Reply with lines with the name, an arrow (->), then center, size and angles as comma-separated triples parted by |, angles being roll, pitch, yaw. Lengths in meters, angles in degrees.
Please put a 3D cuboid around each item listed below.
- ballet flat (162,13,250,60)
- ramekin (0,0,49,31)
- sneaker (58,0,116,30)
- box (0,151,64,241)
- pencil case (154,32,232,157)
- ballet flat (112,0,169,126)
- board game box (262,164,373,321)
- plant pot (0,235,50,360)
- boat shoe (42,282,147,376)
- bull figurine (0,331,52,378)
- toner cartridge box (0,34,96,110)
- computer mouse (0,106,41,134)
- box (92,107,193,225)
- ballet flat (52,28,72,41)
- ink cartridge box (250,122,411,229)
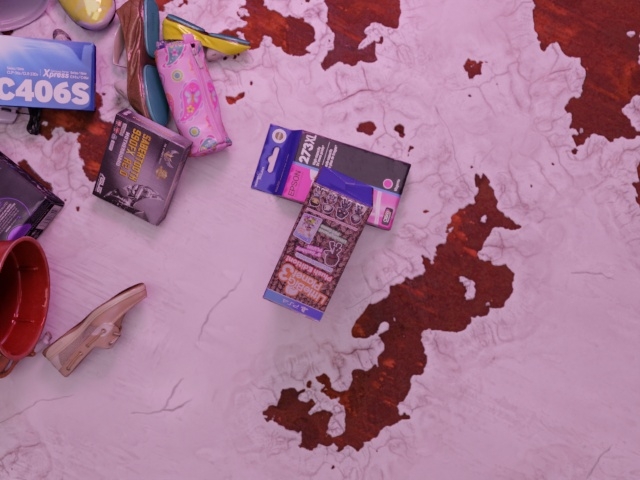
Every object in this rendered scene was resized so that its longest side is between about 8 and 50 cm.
ballet flat -> -0.288, -0.494, 1.769 | 0.231, 0.077, 0.077 | 19, 109, 2
ramekin -> -0.767, -0.608, 1.693 | 0.207, 0.207, 0.109 | -27, 80, -2
sneaker -> -0.617, -0.697, 1.723 | 0.145, 0.147, 0.385 | -22, 90, -4
box -> -0.787, -0.118, 1.702 | 0.270, 0.143, 0.165 | 39, 86, 0
pencil case -> -0.308, -0.347, 1.716 | 0.124, 0.124, 0.284 | -16, 98, -2
ballet flat -> -0.453, -0.430, 1.747 | 0.124, 0.116, 0.343 | -8, 88, 19
board game box -> 0.000, 0.000, 1.635 | 0.141, 0.232, 0.291 | 24, 107, -2
plant pot -> -0.780, 0.118, 1.559 | 0.265, 0.272, 0.273 | 3, 88, 3
boat shoe -> -0.530, 0.216, 1.722 | 0.302, 0.109, 0.098 | -37, 95, 4
bull figurine -> -0.798, 0.174, 1.715 | 0.188, 0.101, 0.310 | -28, 89, -4
toner cartridge box -> -0.719, -0.401, 1.695 | 0.347, 0.075, 0.165 | 0, 98, -15
computer mouse -> -0.792, -0.323, 1.759 | 0.192, 0.042, 0.106 | 5, 89, -1
box -> -0.431, -0.174, 1.706 | 0.183, 0.056, 0.231 | 27, 117, 0
ballet flat -> -0.636, -0.484, 1.769 | 0.041, 0.041, 0.114 | -30, 89, -2
ink cartridge box -> 0.024, -0.161, 1.767 | 0.370, 0.069, 0.176 | 17, 88, 2
